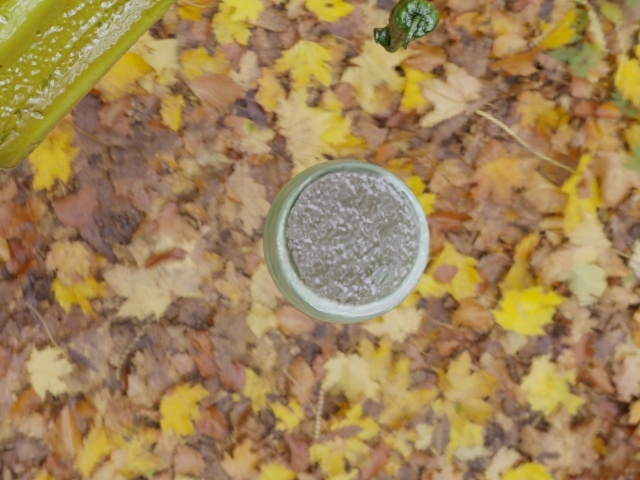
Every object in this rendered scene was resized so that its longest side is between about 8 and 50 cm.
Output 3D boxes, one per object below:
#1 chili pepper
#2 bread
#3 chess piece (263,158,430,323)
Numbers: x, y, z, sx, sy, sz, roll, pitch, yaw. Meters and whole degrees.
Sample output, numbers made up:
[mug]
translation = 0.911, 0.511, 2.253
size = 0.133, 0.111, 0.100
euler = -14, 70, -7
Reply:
[chili pepper]
translation = 0.140, -0.352, 1.782
size = 0.100, 0.257, 0.074
euler = -35, 93, -4
[bread]
translation = -0.255, -0.228, 1.036
size = 0.383, 0.112, 0.166
euler = -42, 139, 16
[chess piece]
translation = 0.000, 0.000, 1.010
size = 0.139, 0.272, 0.139
euler = 0, 90, -12
